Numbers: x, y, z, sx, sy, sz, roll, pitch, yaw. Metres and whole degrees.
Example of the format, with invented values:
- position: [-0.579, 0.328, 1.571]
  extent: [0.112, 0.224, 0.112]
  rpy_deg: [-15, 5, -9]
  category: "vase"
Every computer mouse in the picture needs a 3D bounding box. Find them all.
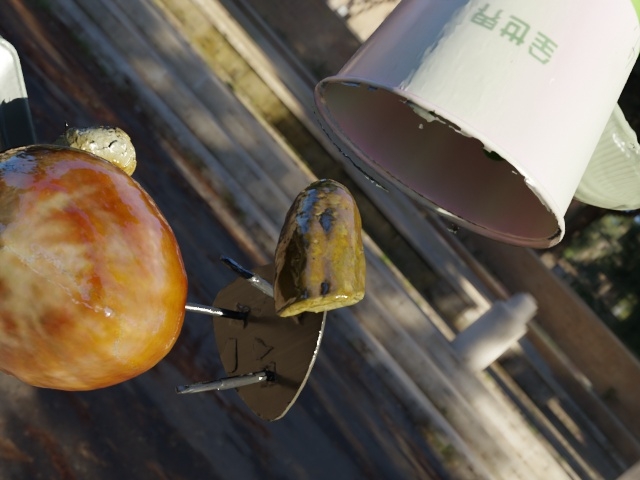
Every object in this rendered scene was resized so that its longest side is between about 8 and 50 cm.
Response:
- position: [0.333, -0.182, 1.582]
  extent: [0.429, 0.145, 0.228]
  rpy_deg: [49, 15, -34]
  category: "computer mouse"

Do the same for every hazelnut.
- position: [-0.353, 0.044, 1.537]
  extent: [0.366, 0.366, 0.366]
  rpy_deg: [48, 5, -6]
  category: "hazelnut"

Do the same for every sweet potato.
- position: [0.000, 0.000, 1.937]
  extent: [0.158, 0.158, 0.369]
  rpy_deg: [45, 31, -35]
  category: "sweet potato"

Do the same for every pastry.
- position: [-0.391, -0.140, 1.910]
  extent: [0.153, 0.153, 0.081]
  rpy_deg: [42, 27, -52]
  category: "pastry"

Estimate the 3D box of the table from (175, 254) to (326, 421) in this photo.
- position: [-0.176, 0.173, 2.079]
  extent: [0.249, 0.317, 0.317]
  rpy_deg: [16, 28, -46]
  category: "table"

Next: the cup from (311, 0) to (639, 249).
- position: [0.166, -0.166, 1.005]
  extent: [0.253, 0.274, 0.253]
  rpy_deg: [31, -10, 6]
  category: "cup"

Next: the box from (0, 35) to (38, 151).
- position: [-0.700, -0.147, 1.963]
  extent: [0.111, 0.396, 0.396]
  rpy_deg: [40, -37, 53]
  category: "box"
